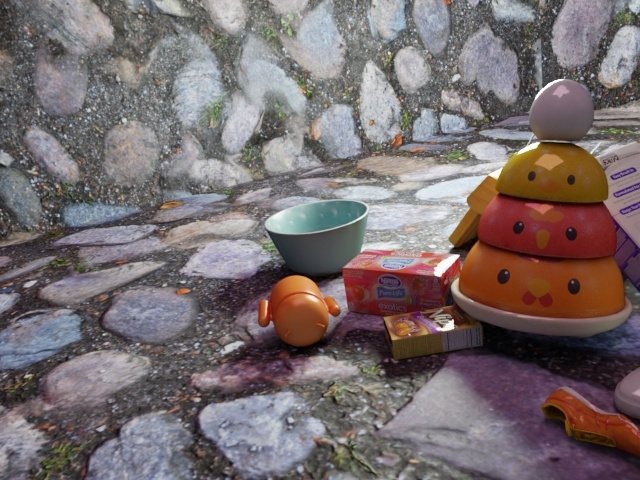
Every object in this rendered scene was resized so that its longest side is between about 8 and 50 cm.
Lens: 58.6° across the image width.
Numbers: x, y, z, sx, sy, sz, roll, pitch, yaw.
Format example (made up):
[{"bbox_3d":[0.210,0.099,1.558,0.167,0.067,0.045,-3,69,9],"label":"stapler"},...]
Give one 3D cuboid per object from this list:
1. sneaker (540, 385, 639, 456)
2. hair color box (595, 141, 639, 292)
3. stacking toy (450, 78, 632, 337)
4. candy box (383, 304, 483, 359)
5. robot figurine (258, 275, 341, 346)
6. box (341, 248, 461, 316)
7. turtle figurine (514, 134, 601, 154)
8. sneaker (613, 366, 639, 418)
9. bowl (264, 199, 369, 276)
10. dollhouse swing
[{"bbox_3d":[0.413,0.284,0.857,0.067,0.064,0.175,-38,23,-17],"label":"sneaker"},{"bbox_3d":[0.712,-0.045,1.260,0.185,0.110,0.338,-21,61,-10],"label":"hair color box"},{"bbox_3d":[0.450,-0.076,1.146,0.351,0.479,0.350,0,12,0],"label":"stacking toy"},{"bbox_3d":[0.234,0.190,1.201,0.187,0.053,0.109,-8,19,-2],"label":"candy box"},{"bbox_3d":[-0.052,0.161,1.306,0.158,0.128,0.219,30,10,-17],"label":"robot figurine"},{"bbox_3d":[0.195,0.103,1.359,0.257,0.122,0.128,4,24,33],"label":"box"},{"bbox_3d":[0.752,-0.241,1.921,0.266,0.198,0.274,-54,3,-41],"label":"turtle figurine"},{"bbox_3d":[0.595,0.166,0.919,0.293,0.169,0.108,-17,22,-18],"label":"sneaker"},{"bbox_3d":[0.000,0.000,1.688,0.312,0.163,0.311,-8,18,3],"label":"bowl"},{"bbox_3d":[0.585,-0.064,1.581,0.347,0.304,0.315,-24,48,-37],"label":"dollhouse swing"}]
